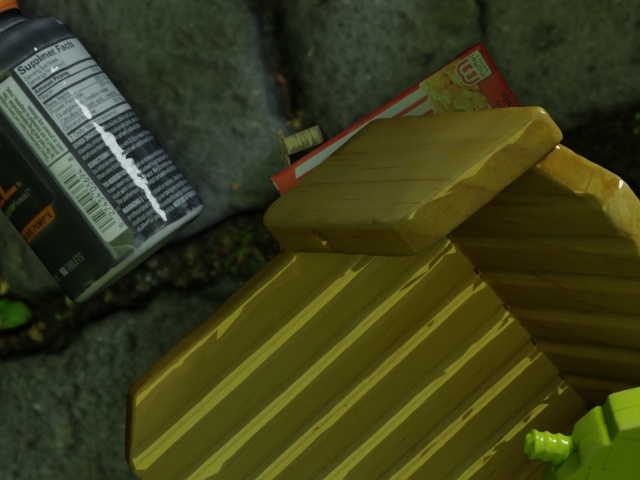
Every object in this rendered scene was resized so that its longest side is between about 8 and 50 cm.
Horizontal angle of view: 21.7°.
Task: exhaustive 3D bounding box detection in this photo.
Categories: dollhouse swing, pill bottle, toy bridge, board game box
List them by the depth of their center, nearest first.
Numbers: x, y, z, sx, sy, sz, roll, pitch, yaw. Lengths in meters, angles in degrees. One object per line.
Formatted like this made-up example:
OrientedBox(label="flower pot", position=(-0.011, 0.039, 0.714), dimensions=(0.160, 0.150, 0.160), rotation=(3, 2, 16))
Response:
OrientedBox(label="dollhouse swing", position=(0.085, 0.138, 1.161), dimensions=(0.305, 0.315, 0.347), rotation=(-46, 110, -18))
OrientedBox(label="board game box", position=(0.080, -0.040, 1.292), dimensions=(0.193, 0.045, 0.147), rotation=(-34, 94, 0))
OrientedBox(label="pill bottle", position=(-0.212, -0.083, 1.296), dimensions=(0.130, 0.130, 0.246), rotation=(-37, 90, 9))
OrientedBox(label="toy bridge", position=(0.000, 0.000, 1.333), dimensions=(0.063, 0.026, 0.188), rotation=(-21, 93, 9))

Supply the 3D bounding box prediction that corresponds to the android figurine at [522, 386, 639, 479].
OrientedBox(label="android figurine", position=(0.256, 0.182, 1.088), dimensions=(0.272, 0.056, 0.248), rotation=(9, 117, -4))
